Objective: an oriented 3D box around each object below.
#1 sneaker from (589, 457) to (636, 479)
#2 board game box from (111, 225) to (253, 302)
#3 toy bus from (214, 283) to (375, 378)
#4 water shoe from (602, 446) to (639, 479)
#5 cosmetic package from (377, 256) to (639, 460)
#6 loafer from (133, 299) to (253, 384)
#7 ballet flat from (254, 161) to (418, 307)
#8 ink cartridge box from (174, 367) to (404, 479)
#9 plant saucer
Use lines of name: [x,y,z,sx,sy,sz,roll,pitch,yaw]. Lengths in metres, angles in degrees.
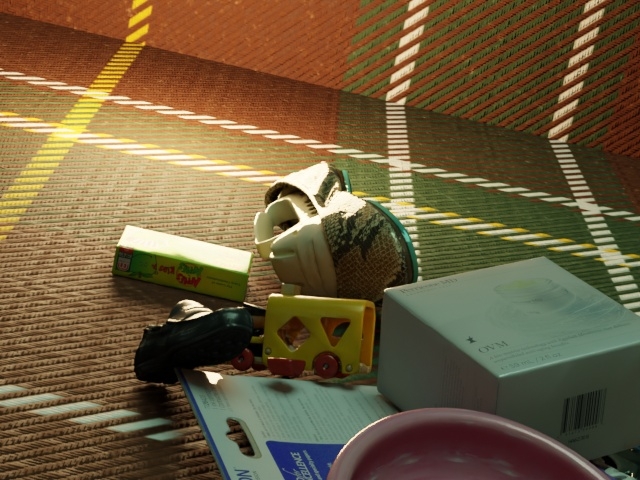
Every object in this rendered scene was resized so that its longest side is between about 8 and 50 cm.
sneaker: [0.254,0.262,1.658,0.104,0.095,0.236,-8,28,-32]
board game box: [-0.187,0.031,2.092,0.181,0.043,0.092,12,19,-2]
toy bus: [-0.033,0.104,1.772,0.202,0.104,0.191,8,-5,-34]
water shoe: [0.351,0.252,1.775,0.080,0.073,0.203,13,17,5]
cosmetic package: [0.214,0.133,1.661,0.224,0.138,0.224,-11,26,-28]
loafer: [-0.144,0.102,1.688,0.076,0.078,0.223,10,-21,-30]
ballet flat: [0.000,0.000,2.198,0.182,0.164,0.483,-12,17,-8]
ink cartridge box: [0.019,0.236,1.601,0.307,0.072,0.303,4,21,-19]
plant saucer: [0.153,0.294,1.389,0.332,0.084,0.332,13,35,-9]
